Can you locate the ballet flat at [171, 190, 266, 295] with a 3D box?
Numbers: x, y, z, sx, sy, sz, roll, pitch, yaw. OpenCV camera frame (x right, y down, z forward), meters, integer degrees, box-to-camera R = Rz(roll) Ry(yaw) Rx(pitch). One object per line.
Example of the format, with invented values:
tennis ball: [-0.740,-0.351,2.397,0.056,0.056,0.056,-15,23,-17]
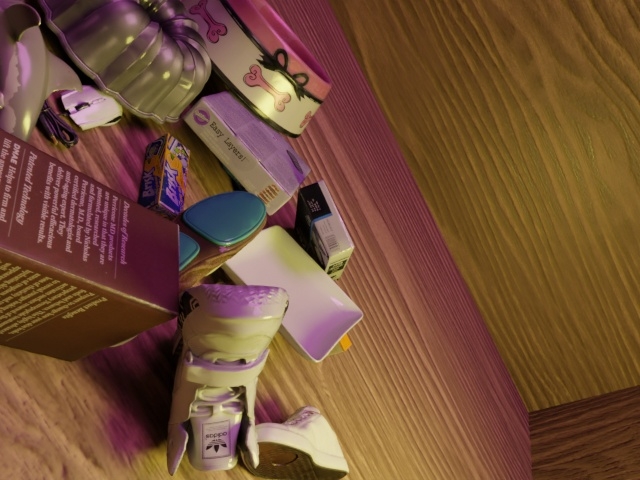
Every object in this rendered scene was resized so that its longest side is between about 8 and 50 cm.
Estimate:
ballet flat: [-0.208,0.026,0.888,0.116,0.124,0.342,35,34,5]

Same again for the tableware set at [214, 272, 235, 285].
tableware set: [-0.151,0.109,1.060,0.141,0.020,0.168,53,27,-25]

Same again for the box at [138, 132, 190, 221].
box: [-0.271,-0.103,0.963,0.059,0.054,0.169,41,33,-44]

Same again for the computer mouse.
computer mouse: [-0.370,-0.213,0.873,0.106,0.042,0.193,59,25,-12]

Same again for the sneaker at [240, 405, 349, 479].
sneaker: [-0.053,0.343,0.967,0.290,0.106,0.123,48,19,-51]

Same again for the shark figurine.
shark figurine: [-0.335,-0.160,0.638,0.116,0.166,0.278,-4,102,-60]

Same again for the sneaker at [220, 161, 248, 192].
sneaker: [-0.164,-0.131,1.203,0.152,0.058,0.084,51,19,-44]

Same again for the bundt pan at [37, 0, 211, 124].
bundt pan: [-0.319,-0.378,0.981,0.331,0.124,0.331,49,21,-26]

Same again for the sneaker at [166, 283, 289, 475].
sneaker: [-0.123,0.188,0.719,0.137,0.366,0.210,3,69,-19]

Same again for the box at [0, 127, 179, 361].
box: [-0.343,-0.004,0.556,0.381,0.191,0.143,37,37,-48]

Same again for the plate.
plate: [-0.060,0.099,1.093,0.277,0.045,0.278,46,23,7]

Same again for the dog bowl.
dog bowl: [-0.138,-0.444,1.307,0.408,0.150,0.408,46,17,-18]

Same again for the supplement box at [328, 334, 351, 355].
supplement box: [0.009,0.214,1.191,0.036,0.098,0.062,-32,98,-58]

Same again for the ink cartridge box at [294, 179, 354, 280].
ink cartridge box: [0.000,0.000,1.280,0.332,0.065,0.165,99,-33,-73]

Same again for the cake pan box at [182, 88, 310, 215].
cake pan box: [-0.143,-0.200,1.158,0.267,0.070,0.246,48,18,-11]
